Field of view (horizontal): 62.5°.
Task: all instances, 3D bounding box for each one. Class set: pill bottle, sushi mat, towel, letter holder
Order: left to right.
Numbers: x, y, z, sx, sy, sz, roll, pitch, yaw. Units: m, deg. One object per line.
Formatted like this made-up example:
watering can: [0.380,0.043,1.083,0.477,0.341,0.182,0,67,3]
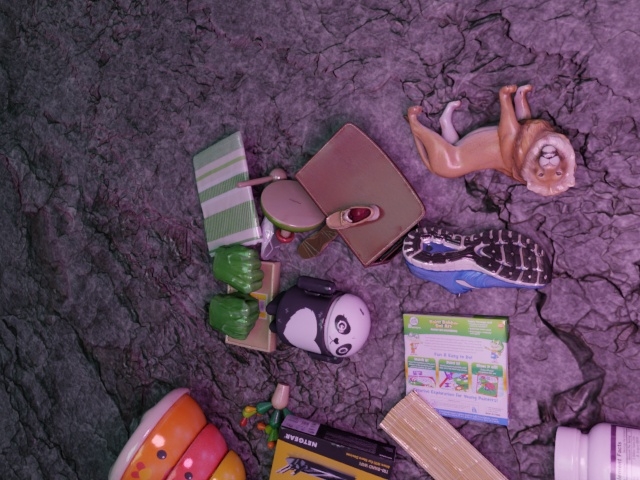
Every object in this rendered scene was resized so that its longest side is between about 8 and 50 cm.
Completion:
towel: [-0.280,-0.129,1.570,0.248,0.038,0.324,-16,84,42]
letter holder: [0.123,-0.118,1.308,0.214,0.152,0.302,-44,73,22]
sushi mat: [0.299,0.517,1.284,0.316,0.019,0.151,42,122,12]
pill bottle: [0.632,0.458,1.045,0.301,0.169,0.169,0,93,30]

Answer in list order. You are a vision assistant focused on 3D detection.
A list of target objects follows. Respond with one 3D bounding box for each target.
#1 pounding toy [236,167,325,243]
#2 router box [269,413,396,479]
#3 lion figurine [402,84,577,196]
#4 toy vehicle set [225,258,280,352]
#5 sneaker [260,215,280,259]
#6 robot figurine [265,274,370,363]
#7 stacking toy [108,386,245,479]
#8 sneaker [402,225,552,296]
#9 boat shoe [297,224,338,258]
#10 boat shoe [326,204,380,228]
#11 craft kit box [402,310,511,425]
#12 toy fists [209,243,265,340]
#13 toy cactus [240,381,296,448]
pounding toy: [-0.100,-0.081,1.444,0.237,0.183,0.110,41,137,21]
router box: [0.024,0.627,1.398,0.309,0.081,0.243,13,101,10]
lion figurine: [0.366,-0.209,1.192,0.392,0.142,0.240,-1,100,43]
toy vehicle set: [-0.203,0.187,1.572,0.166,0.035,0.267,7,96,29]
sneaker: [-0.147,-0.018,1.525,0.061,0.054,0.152,23,102,43]
robot figurine: [-0.007,0.209,1.383,0.278,0.209,0.173,7,67,29]
stacking toy: [-0.342,0.700,1.575,0.480,0.350,0.350,31,108,6]
sneaker: [0.355,0.054,1.212,0.330,0.147,0.129,9,62,13]
boat shoe: [-0.001,-0.002,1.448,0.056,0.048,0.153,49,121,4]
boat shoe: [0.069,-0.058,1.227,0.135,0.045,0.050,-15,84,26]
craft kit box: [0.327,0.301,1.273,0.250,0.061,0.246,0,95,29]
toy fists: [-0.232,0.149,1.512,0.142,0.096,0.279,16,103,35]
toy cactus: [-0.135,0.503,1.527,0.219,0.112,0.180,12,89,37]
